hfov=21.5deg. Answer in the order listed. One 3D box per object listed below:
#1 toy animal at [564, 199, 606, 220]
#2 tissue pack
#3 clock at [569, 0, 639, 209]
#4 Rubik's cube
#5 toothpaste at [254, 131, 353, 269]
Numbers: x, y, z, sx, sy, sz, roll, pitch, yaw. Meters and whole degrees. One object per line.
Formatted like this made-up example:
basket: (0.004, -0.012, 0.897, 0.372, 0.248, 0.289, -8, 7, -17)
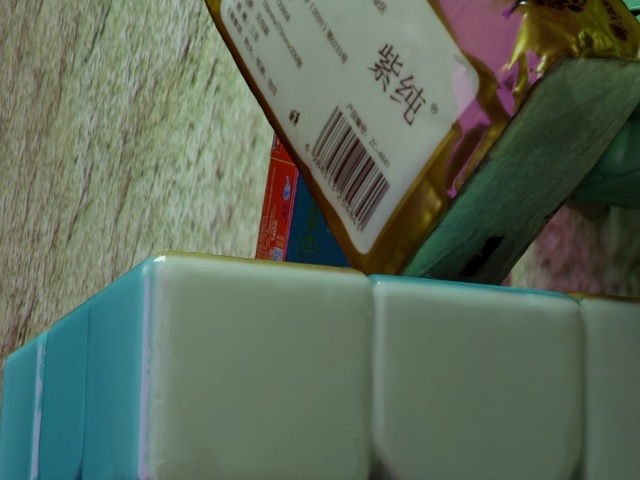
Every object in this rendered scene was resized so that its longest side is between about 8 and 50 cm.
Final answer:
toy animal: (0.093, -0.106, 0.922, 0.124, 0.124, 0.212, -176, 87, -68)
tissue pack: (0.041, -0.104, 0.820, 0.183, 0.092, 0.226, -56, 49, 37)
clock: (0.164, -0.124, 0.808, 0.159, 0.066, 0.211, 157, 118, -64)
Rubik's cube: (0.012, 0.181, 0.795, 0.292, 0.291, 0.290, 153, 121, -65)
toothpaste: (0.001, 0.000, 1.154, 0.066, 0.076, 0.320, -156, 75, -67)
